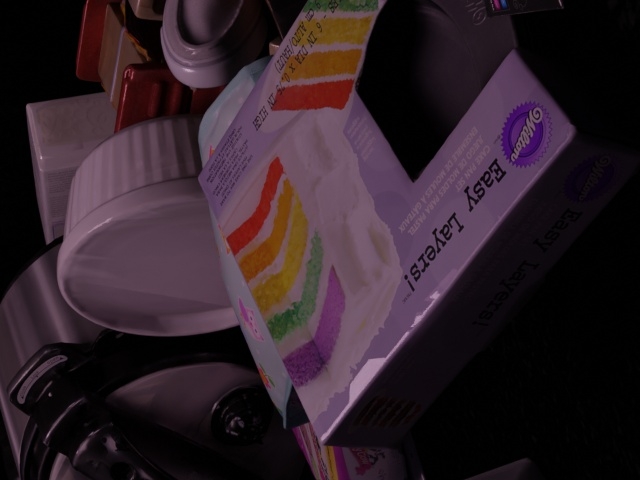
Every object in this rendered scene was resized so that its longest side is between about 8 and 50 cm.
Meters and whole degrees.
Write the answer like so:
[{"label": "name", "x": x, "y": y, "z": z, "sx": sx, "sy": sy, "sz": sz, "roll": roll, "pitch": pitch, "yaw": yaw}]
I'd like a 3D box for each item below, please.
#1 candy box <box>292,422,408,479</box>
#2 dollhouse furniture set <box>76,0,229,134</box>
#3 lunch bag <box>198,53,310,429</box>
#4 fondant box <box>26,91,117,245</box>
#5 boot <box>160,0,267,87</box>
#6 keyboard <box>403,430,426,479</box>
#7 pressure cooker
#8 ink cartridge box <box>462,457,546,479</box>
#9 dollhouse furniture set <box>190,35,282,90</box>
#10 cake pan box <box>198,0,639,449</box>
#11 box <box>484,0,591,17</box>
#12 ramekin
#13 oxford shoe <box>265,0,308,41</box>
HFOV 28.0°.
[{"label": "candy box", "x": 0.017, "y": 0.170, "z": 1.276, "sx": 0.233, "sy": 0.071, "sz": 0.159, "roll": -127, "pitch": 25, "yaw": -64}, {"label": "dollhouse furniture set", "x": -0.141, "y": -0.284, "z": 1.348, "sx": 0.201, "sy": 0.152, "sz": 0.374, "roll": -122, "pitch": 39, "yaw": -48}, {"label": "lunch bag", "x": 0.000, "y": 0.000, "z": 1.030, "sx": 0.262, "sy": 0.160, "sz": 0.223, "roll": 92, "pitch": 158, "yaw": -64}, {"label": "fondant box", "x": -0.248, "y": -0.086, "z": 1.672, "sx": 0.330, "sy": 0.238, "sz": 0.096, "roll": 117, "pitch": 141, "yaw": -68}, {"label": "boot", "x": -0.096, "y": -0.254, "z": 1.085, "sx": 0.123, "sy": 0.095, "sz": 0.258, "roll": 75, "pitch": -168, "yaw": -47}, {"label": "keyboard", "x": 0.104, "y": 0.276, "z": 1.221, "sx": 0.072, "sy": 0.014, "sz": 0.256, "roll": 121, "pitch": 132, "yaw": -77}, {"label": "pressure cooker", "x": -0.208, "y": 0.207, "z": 1.588, "sx": 0.420, "sy": 0.370, "sz": 0.375, "roll": -127, "pitch": 33, "yaw": -52}, {"label": "ink cartridge box", "x": 0.088, "y": 0.309, "z": 1.008, "sx": 0.332, "sy": 0.165, "sz": 0.065, "roll": 90, "pitch": 157, "yaw": -47}, {"label": "dollhouse furniture set", "x": -0.031, "y": -0.181, "z": 1.206, "sx": 0.151, "sy": 0.123, "sz": 0.144, "roll": 21, "pitch": 135, "yaw": 27}, {"label": "cake pan box", "x": 0.046, "y": -0.048, "z": 0.777, "sx": 0.267, "sy": 0.070, "sz": 0.245, "roll": -53, "pitch": 47, "yaw": 30}, {"label": "box", "x": 0.119, "y": -0.142, "z": 0.629, "sx": 0.083, "sy": 0.062, "sz": 0.052, "roll": -160, "pitch": 55, "yaw": -72}, {"label": "ramekin", "x": -0.142, "y": -0.018, "z": 1.342, "sx": 0.273, "sy": 0.273, "sz": 0.127, "roll": 97, "pitch": 164, "yaw": -56}, {"label": "oxford shoe", "x": -0.027, "y": -0.231, "z": 1.063, "sx": 0.076, "sy": 0.076, "sz": 0.212, "roll": -138, "pitch": 35, "yaw": -83}]
